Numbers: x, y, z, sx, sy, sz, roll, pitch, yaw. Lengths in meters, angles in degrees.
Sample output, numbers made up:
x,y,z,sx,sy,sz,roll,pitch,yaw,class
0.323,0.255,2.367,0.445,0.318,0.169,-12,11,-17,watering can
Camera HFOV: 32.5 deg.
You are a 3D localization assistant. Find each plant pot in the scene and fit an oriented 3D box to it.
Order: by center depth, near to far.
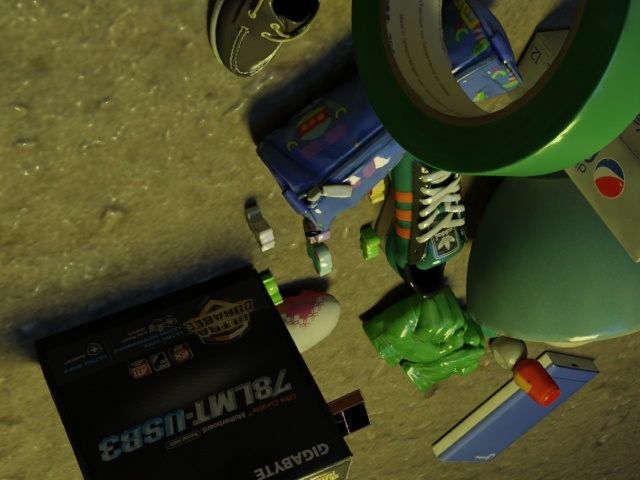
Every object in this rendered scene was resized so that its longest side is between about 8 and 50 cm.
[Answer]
x,y,z,sx,sy,sz,roll,pitch,yaw,class
0.333,-0.012,1.487,0.290,0.290,0.195,-17,111,-21,plant pot

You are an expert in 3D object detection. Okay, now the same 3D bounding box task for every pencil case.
x,y,z,sx,sy,sz,roll,pitch,yaw,class
0.073,-0.135,1.180,0.306,0.133,0.119,-37,116,9,pencil case

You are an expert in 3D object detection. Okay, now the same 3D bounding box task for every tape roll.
x,y,z,sx,sy,sz,roll,pitch,yaw,class
0.157,-0.216,0.944,0.077,0.321,0.321,-1,139,-39,tape roll

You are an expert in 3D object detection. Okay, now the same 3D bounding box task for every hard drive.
x,y,z,sx,sy,sz,roll,pitch,yaw,class
0.402,0.347,2.249,0.319,0.040,0.210,-45,147,23,hard drive

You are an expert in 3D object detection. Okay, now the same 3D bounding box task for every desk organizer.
x,y,z,sx,sy,sz,roll,pitch,yaw,class
0.020,0.308,1.858,0.130,0.050,0.047,-23,149,-13,desk organizer

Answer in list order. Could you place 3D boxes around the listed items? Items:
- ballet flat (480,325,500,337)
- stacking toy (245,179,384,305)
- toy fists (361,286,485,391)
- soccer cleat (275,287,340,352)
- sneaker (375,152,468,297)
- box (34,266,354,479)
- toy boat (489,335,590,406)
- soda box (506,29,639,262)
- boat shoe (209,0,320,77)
x,y,z,sx,sy,sz,roll,pitch,yaw,class
0.302,0.076,1.761,0.067,0.073,0.206,-44,163,-35,ballet flat
0.000,0.000,1.390,0.167,0.052,0.221,-23,149,-11,stacking toy
0.179,0.157,1.730,0.142,0.096,0.279,-36,148,7,toy fists
-0.106,0.177,1.468,0.331,0.143,0.116,-19,148,-18,soccer cleat
0.143,-0.043,1.380,0.108,0.121,0.302,-21,148,-16,sneaker
-0.155,0.204,1.319,0.295,0.293,0.073,-19,147,-18,box
0.406,0.130,1.861,0.267,0.148,0.318,-6,134,-43,toy boat
0.338,-0.116,1.276,0.091,0.286,0.098,-12,145,-31,soda box
-0.037,-0.225,1.001,0.081,0.068,0.227,-16,152,-36,boat shoe
